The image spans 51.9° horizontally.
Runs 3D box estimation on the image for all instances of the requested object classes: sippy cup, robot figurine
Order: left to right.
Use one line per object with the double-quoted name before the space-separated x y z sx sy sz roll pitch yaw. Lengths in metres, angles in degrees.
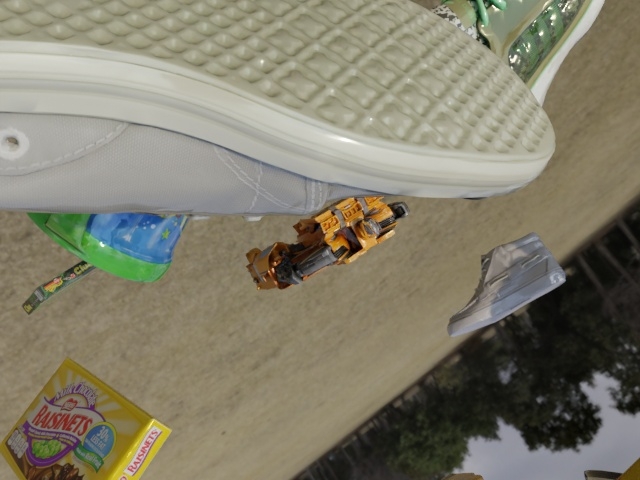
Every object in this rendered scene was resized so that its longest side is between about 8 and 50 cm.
"sippy cup" -0.264 -0.096 0.943 0.240 0.305 0.224 30 101 -38
"robot figurine" 0.000 0.000 0.966 0.211 0.085 0.291 -32 -177 -28

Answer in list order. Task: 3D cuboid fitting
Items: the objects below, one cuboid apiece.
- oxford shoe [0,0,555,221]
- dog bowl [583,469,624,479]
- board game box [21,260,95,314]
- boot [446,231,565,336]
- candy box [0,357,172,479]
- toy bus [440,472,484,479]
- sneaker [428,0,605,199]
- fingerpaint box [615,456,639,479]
"oxford shoe" -0.081 -0.074 0.362 0.449 0.169 0.130 1 138 -19
"dog bowl" 0.669 0.528 1.150 0.408 0.408 0.150 95 10 -73
"board game box" -0.453 0.051 1.293 0.260 0.030 0.136 -39 -171 -40
"boot" 0.349 0.088 1.326 0.258 0.123 0.095 -32 157 17
"candy box" -0.209 0.171 0.563 0.206 0.027 0.105 8 -124 51
"toy bus" 0.250 0.516 0.956 0.130 0.332 0.108 -13 167 25
"sneaker" 0.201 -0.256 0.766 0.182 0.158 0.410 13 98 -41
"fingerpaint box" 0.495 0.296 0.521 0.163 0.445 0.371 0 129 -42
